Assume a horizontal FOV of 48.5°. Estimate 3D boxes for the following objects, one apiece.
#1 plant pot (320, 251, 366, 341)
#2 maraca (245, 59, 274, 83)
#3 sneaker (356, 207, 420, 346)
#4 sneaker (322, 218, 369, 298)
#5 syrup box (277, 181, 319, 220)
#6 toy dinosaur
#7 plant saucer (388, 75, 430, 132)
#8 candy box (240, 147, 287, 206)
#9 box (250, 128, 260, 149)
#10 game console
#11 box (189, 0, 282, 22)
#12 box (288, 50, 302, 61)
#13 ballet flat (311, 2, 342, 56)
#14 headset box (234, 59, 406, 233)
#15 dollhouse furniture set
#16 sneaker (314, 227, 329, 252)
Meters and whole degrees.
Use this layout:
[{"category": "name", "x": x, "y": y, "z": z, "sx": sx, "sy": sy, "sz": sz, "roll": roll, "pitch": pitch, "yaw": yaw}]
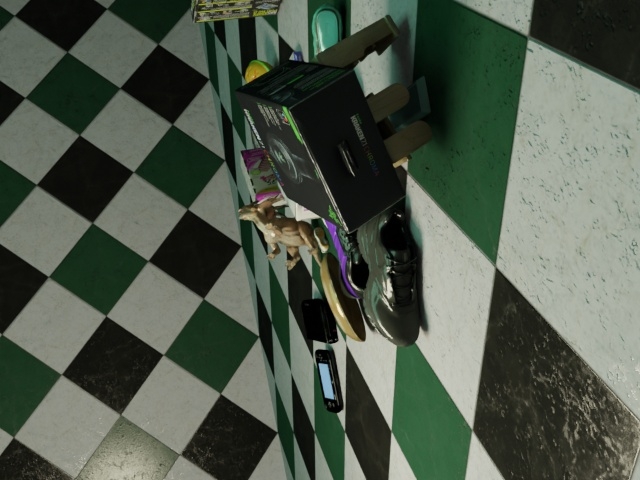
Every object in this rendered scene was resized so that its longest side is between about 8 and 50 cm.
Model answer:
[{"category": "plant pot", "x": 0.052, "y": 0.143, "z": 1.749, "sx": 0.236, "sy": 0.032, "sz": 0.236, "roll": 62, "pitch": -168, "yaw": -23}, {"category": "maraca", "x": -0.179, "y": -0.526, "z": 2.337, "sx": 0.185, "sy": 0.099, "sz": 0.127, "roll": 30, "pitch": 144, "yaw": 40}, {"category": "sneaker", "x": 0.145, "y": 0.070, "z": 1.421, "sx": 0.130, "sy": 0.108, "sz": 0.287, "roll": 146, "pitch": 112, "yaw": -68}, {"category": "sneaker", "x": 0.082, "y": -0.004, "z": 1.633, "sx": 0.146, "sy": 0.102, "sz": 0.294, "roll": -175, "pitch": 69, "yaw": -76}, {"category": "syrup box", "x": -0.056, "y": -0.156, "z": 2.078, "sx": 0.237, "sy": 0.093, "sz": 0.096, "roll": -121, "pitch": 26, "yaw": -56}, {"category": "toy dinosaur", "x": -0.096, "y": -0.034, "z": 2.138, "sx": 0.127, "sy": 0.295, "sz": 0.200, "roll": -53, "pitch": 21, "yaw": 34}, {"category": "plant saucer", "x": 0.158, "y": -0.247, "z": 1.332, "sx": 0.192, "sy": 0.018, "sz": 0.067, "roll": 161, "pitch": 99, "yaw": -75}, {"category": "candy box", "x": -0.164, "y": -0.213, "z": 2.336, "sx": 0.071, "sy": 0.159, "sz": 0.234, "roll": 94, "pitch": 160, "yaw": -45}, {"category": "box", "x": -0.220, "y": -0.420, "z": 2.636, "sx": 0.183, "sy": 0.056, "sz": 0.231, "roll": -176, "pitch": 77, "yaw": -76}, {"category": "game console", "x": 0.014, "y": 0.359, "z": 2.212, "sx": 0.213, "sy": 0.043, "sz": 0.362, "roll": 166, "pitch": 92, "yaw": -72}, {"category": "box", "x": -0.243, "y": -0.725, "z": 2.094, "sx": 0.216, "sy": 0.269, "sz": 0.060, "roll": 151, "pitch": 108, "yaw": -76}, {"category": "box", "x": -0.072, "y": -0.492, "z": 2.065, "sx": 0.136, "sy": 0.028, "sz": 0.081, "roll": 157, "pitch": 104, "yaw": -73}, {"category": "ballet flat", "x": 0.021, "y": -0.432, "z": 1.665, "sx": 0.087, "sy": 0.083, "sz": 0.248, "roll": -76, "pitch": -11, "yaw": -57}, {"category": "headset box", "x": -0.001, "y": -0.171, "z": 1.246, "sx": 0.283, "sy": 0.131, "sz": 0.246, "roll": 33, "pitch": 153, "yaw": 58}, {"category": "dollhouse furniture set", "x": 0.107, "y": -0.256, "z": 1.304, "sx": 0.242, "sy": 0.161, "sz": 0.212, "roll": 58, "pitch": 166, "yaw": -3}, {"category": "sneaker", "x": 0.000, "y": 0.000, "z": 2.082, "sx": 0.037, "sy": 0.031, "sz": 0.083, "roll": 98, "pitch": 158, "yaw": -50}]
